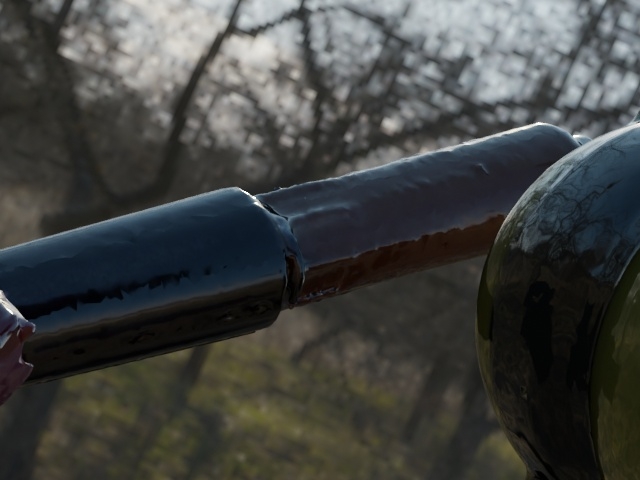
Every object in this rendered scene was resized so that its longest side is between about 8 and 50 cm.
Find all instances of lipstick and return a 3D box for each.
[{"bbox_3d":[0.000,0.000,0.981,0.418,0.077,0.077,-15,26,-39],"label":"lipstick"}]

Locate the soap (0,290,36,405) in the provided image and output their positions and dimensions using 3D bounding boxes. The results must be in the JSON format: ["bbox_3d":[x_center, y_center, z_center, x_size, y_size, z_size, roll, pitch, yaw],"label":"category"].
[{"bbox_3d":[-0.240,0.007,0.651,0.250,0.162,0.099,43,8,15],"label":"soap"}]

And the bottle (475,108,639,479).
[{"bbox_3d":[0.166,0.054,0.510,0.171,0.171,0.351,25,1,-25],"label":"bottle"}]
